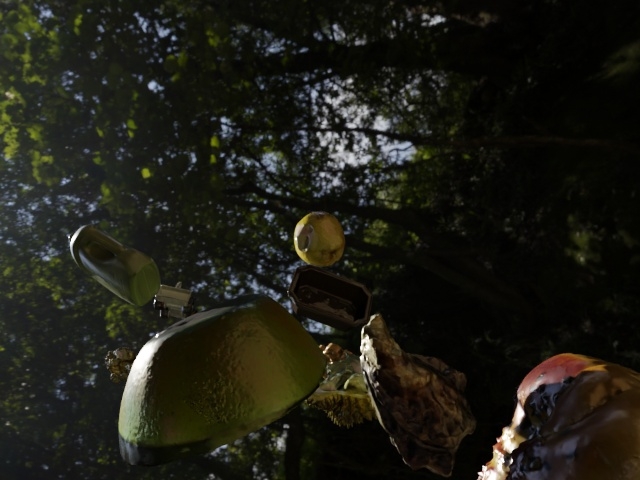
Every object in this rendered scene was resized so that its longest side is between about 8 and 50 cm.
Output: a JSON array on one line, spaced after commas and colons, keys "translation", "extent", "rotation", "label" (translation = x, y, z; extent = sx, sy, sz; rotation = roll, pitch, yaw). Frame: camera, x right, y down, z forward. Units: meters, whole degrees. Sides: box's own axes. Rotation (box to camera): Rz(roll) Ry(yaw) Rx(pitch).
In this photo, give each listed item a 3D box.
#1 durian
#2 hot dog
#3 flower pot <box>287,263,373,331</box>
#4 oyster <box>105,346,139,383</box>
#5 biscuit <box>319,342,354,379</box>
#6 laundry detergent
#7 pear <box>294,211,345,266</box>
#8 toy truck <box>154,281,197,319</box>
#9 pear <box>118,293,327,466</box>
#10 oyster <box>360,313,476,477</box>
[{"translation": [0.082, 0.356, 1.164], "extent": [0.306, 0.172, 0.166], "rotation": [-6, -114, -60], "label": "durian"}, {"translation": [0.329, 0.333, 0.641], "extent": [0.367, 0.196, 0.365], "rotation": [-10, -59, -81], "label": "hot dog"}, {"translation": [0.022, 0.185, 1.454], "extent": [0.178, 0.251, 0.084], "rotation": [-71, 3, -51], "label": "flower pot"}, {"translation": [-0.655, 0.434, 1.606], "extent": [0.081, 0.191, 0.163], "rotation": [-21, -121, -43], "label": "oyster"}, {"translation": [0.060, 0.463, 1.762], "extent": [0.044, 0.202, 0.288], "rotation": [-56, -11, -32], "label": "biscuit"}, {"translation": [-0.510, 0.045, 1.169], "extent": [0.091, 0.254, 0.181], "rotation": [-49, -20, -35], "label": "laundry detergent"}, {"translation": [0.000, 0.000, 1.546], "extent": [0.178, 0.178, 0.177], "rotation": [28, -122, -59], "label": "pear"}, {"translation": [-0.505, 0.215, 1.716], "extent": [0.285, 0.137, 0.111], "rotation": [114, 167, -64], "label": "toy truck"}, {"translation": [-0.188, 0.211, 0.879], "extent": [0.399, 0.399, 0.165], "rotation": [-26, -83, -63], "label": "pear"}, {"translation": [0.193, 0.299, 0.956], "extent": [0.271, 0.100, 0.275], "rotation": [21, -126, -17], "label": "oyster"}]
